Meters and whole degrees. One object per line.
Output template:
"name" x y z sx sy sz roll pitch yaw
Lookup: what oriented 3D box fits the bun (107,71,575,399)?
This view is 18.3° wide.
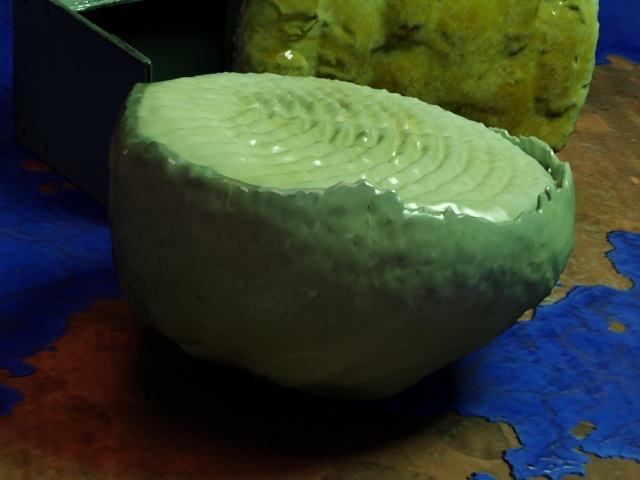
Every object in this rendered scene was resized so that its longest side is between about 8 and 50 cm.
"bun" 0.002 0.004 1.478 0.364 0.202 0.364 8 18 -2

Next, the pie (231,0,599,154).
"pie" 0.083 -0.157 1.713 0.339 0.339 0.083 -5 21 -20

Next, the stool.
"stool" -0.123 -0.149 1.848 0.244 0.170 0.270 -13 29 -31
